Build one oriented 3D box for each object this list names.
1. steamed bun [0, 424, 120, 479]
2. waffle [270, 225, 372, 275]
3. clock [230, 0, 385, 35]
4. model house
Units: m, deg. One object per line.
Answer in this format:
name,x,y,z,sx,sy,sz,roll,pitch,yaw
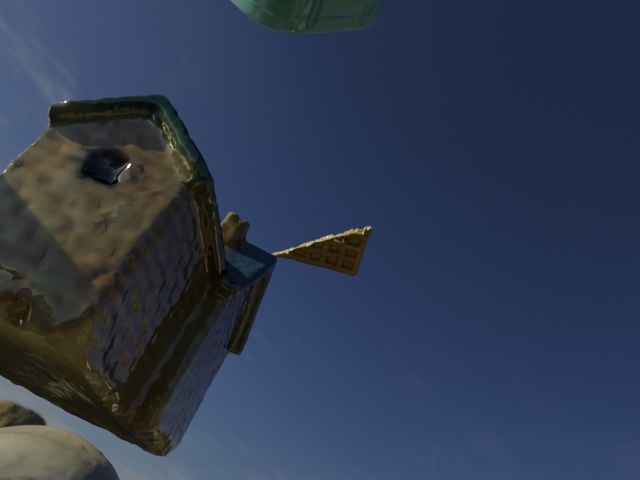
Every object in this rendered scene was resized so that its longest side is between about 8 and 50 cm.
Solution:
steamed bun,-0.235,0.235,0.358,0.177,0.228,0.131,34,-34,8
waffle,0.000,0.000,1.136,0.191,0.032,0.125,16,-66,-2
clock,-0.052,-0.397,0.759,0.274,0.223,0.094,48,-43,20
model house,-0.261,0.022,0.694,0.334,0.343,0.382,24,-32,8
